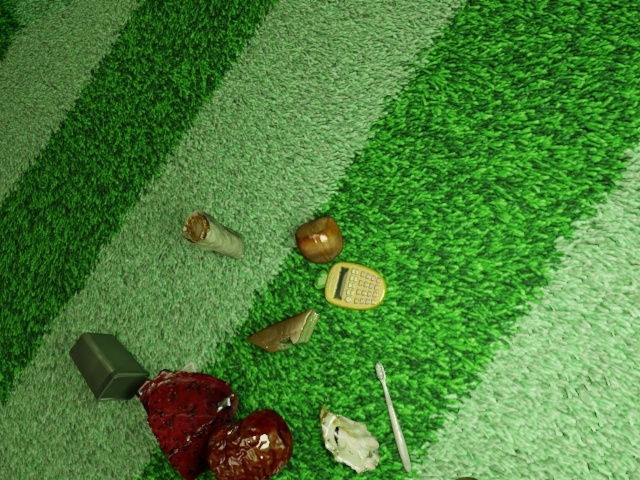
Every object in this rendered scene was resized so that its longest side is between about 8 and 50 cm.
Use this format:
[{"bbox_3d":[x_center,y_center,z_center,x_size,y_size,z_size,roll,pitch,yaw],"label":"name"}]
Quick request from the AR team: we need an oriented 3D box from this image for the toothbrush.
[{"bbox_3d":[0.207,0.502,1.330,0.025,0.029,0.307,-19,71,11],"label":"toothbrush"}]

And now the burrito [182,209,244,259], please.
[{"bbox_3d":[-0.355,-0.014,1.548,0.143,0.299,0.105,35,87,20],"label":"burrito"}]

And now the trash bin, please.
[{"bbox_3d":[-0.767,0.448,1.667,0.240,0.164,0.122,38,92,26],"label":"trash bin"}]

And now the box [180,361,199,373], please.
[{"bbox_3d":[-0.445,0.469,1.608,0.054,0.024,0.083,-36,65,8],"label":"box"}]

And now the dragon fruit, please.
[{"bbox_3d":[-0.428,0.567,1.538,0.329,0.228,0.286,26,60,40],"label":"dragon fruit"}]

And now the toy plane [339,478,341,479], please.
[{"bbox_3d":[0.031,0.802,1.300,0.160,0.082,0.234,-15,69,46],"label":"toy plane"}]

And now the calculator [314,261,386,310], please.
[{"bbox_3d":[0.093,0.143,1.468,0.235,0.032,0.146,11,81,23],"label":"calculator"}]

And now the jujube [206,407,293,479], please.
[{"bbox_3d":[-0.204,0.615,1.368,0.232,0.213,0.212,-29,68,10],"label":"jujube"}]

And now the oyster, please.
[{"bbox_3d":[0.077,0.583,1.348,0.209,0.072,0.132,21,78,6],"label":"oyster"}]

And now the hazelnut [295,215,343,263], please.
[{"bbox_3d":[0.000,0.000,1.498,0.150,0.150,0.150,-6,75,21],"label":"hazelnut"}]

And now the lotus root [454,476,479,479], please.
[{"bbox_3d":[0.390,0.673,1.191,0.122,0.081,0.112,-2,68,22],"label":"lotus root"}]

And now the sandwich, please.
[{"bbox_3d":[-0.107,0.304,1.476,0.245,0.090,0.088,-26,64,11],"label":"sandwich"}]
